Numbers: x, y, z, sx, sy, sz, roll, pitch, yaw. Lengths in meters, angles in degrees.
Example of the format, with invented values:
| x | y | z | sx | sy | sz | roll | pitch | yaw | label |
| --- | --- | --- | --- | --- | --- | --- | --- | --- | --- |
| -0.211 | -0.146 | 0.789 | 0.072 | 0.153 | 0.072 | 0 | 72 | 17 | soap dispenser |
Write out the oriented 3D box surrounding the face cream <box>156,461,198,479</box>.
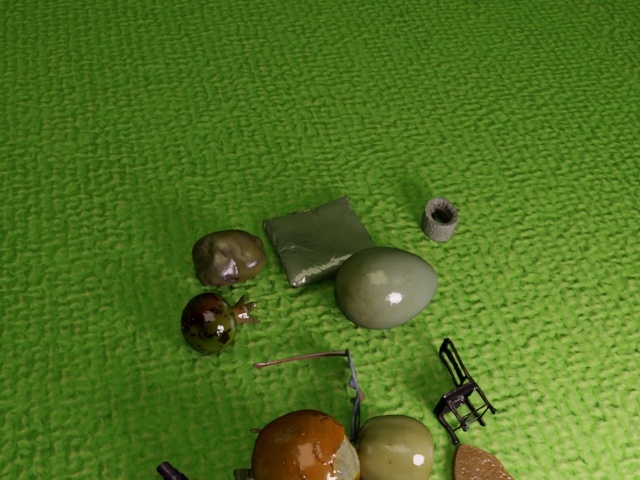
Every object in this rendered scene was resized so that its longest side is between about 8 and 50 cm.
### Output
| x | y | z | sx | sy | sz | roll | pitch | yaw | label |
| --- | --- | --- | --- | --- | --- | --- | --- | --- | --- |
| -0.262 | 0.589 | 1.371 | 0.273 | 0.078 | 0.078 | 39 | 60 | 21 | face cream |

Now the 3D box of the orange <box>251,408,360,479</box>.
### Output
| x | y | z | sx | sy | sz | roll | pitch | yaw | label |
| --- | --- | --- | --- | --- | --- | --- | --- | --- | --- |
| -0.031 | 0.479 | 1.329 | 0.240 | 0.240 | 0.240 | 2 | 55 | -3 | orange |

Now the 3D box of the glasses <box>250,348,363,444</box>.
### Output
| x | y | z | sx | sy | sz | roll | pitch | yaw | label |
| --- | --- | --- | --- | --- | --- | --- | --- | --- | --- |
| -0.029 | 0.386 | 1.537 | 0.268 | 0.118 | 0.234 | -4 | 56 | 3 | glasses |

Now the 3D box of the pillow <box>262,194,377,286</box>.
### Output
| x | y | z | sx | sy | sz | roll | pitch | yaw | label |
| --- | --- | --- | --- | --- | --- | --- | --- | --- | --- |
| 0.002 | 0.000 | 1.813 | 0.280 | 0.076 | 0.274 | -18 | 48 | -13 | pillow |

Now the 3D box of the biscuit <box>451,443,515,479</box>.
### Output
| x | y | z | sx | sy | sz | roll | pitch | yaw | label |
| --- | --- | --- | --- | --- | --- | --- | --- | --- | --- |
| 0.388 | 0.580 | 1.465 | 0.142 | 0.029 | 0.221 | -30 | 63 | -25 | biscuit |

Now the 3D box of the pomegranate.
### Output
| x | y | z | sx | sy | sz | roll | pitch | yaw | label |
| --- | --- | --- | --- | --- | --- | --- | --- | --- | --- |
| -0.258 | 0.200 | 1.607 | 0.220 | 0.156 | 0.156 | -22 | 60 | -24 | pomegranate |

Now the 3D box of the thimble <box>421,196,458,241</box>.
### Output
| x | y | z | sx | sy | sz | roll | pitch | yaw | label |
| --- | --- | --- | --- | --- | --- | --- | --- | --- | --- |
| 0.358 | -0.062 | 1.882 | 0.102 | 0.090 | 0.115 | 0 | 56 | -1 | thimble |

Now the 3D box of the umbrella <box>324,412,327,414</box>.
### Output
| x | y | z | sx | sy | sz | roll | pitch | yaw | label |
| --- | --- | --- | --- | --- | --- | --- | --- | --- | --- |
| -0.019 | 0.444 | 1.533 | 0.083 | 0.020 | 0.031 | -25 | 21 | -21 | umbrella |

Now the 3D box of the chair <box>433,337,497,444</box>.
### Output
| x | y | z | sx | sy | sz | roll | pitch | yaw | label |
| --- | --- | --- | --- | --- | --- | --- | --- | --- | --- |
| 0.327 | 0.370 | 1.564 | 0.113 | 0.106 | 0.229 | -20 | 58 | -20 | chair |

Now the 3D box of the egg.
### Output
| x | y | z | sx | sy | sz | roll | pitch | yaw | label |
| --- | --- | --- | --- | --- | --- | --- | --- | --- | --- |
| 0.178 | 0.123 | 1.659 | 0.295 | 0.218 | 0.218 | -6 | 55 | -25 | egg |

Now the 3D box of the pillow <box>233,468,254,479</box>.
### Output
| x | y | z | sx | sy | sz | roll | pitch | yaw | label |
| --- | --- | --- | --- | --- | --- | --- | --- | --- | --- |
| -0.093 | 0.565 | 1.428 | 0.203 | 0.038 | 0.113 | -5 | 55 | -9 | pillow |

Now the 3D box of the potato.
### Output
| x | y | z | sx | sy | sz | roll | pitch | yaw | label |
| --- | --- | --- | --- | --- | --- | --- | --- | --- | --- |
| -0.253 | 0.046 | 1.727 | 0.200 | 0.137 | 0.155 | -15 | 88 | -15 | potato |

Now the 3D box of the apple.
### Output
| x | y | z | sx | sy | sz | roll | pitch | yaw | label |
| --- | --- | --- | --- | --- | --- | --- | --- | --- | --- |
| 0.169 | 0.485 | 1.418 | 0.200 | 0.200 | 0.200 | 2 | 55 | -3 | apple |
